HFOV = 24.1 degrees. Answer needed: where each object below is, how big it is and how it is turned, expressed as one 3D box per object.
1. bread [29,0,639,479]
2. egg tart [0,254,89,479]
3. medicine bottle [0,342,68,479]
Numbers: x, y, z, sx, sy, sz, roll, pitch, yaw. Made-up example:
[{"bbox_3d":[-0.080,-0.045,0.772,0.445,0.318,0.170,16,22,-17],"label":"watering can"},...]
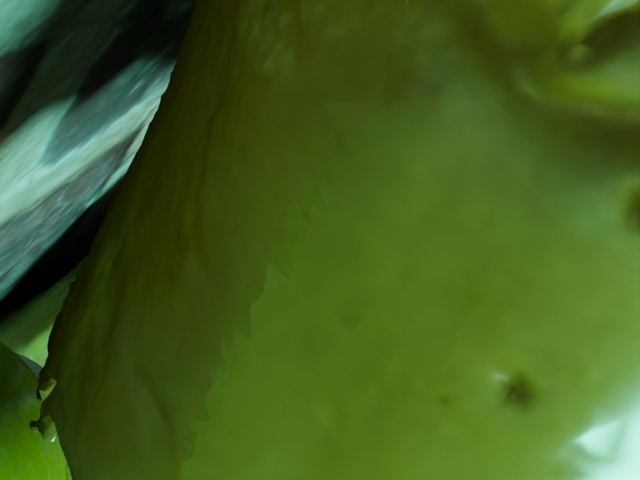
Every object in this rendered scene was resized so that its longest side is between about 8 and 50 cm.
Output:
[{"bbox_3d":[0.067,-0.048,0.525,0.361,0.250,0.394,-78,-171,-55],"label":"bread"},{"bbox_3d":[-0.106,0.060,0.960,0.341,0.132,0.341,-45,179,-1],"label":"egg tart"},{"bbox_3d":[-0.156,0.088,0.573,0.122,0.122,0.212,-46,178,5],"label":"medicine bottle"}]
